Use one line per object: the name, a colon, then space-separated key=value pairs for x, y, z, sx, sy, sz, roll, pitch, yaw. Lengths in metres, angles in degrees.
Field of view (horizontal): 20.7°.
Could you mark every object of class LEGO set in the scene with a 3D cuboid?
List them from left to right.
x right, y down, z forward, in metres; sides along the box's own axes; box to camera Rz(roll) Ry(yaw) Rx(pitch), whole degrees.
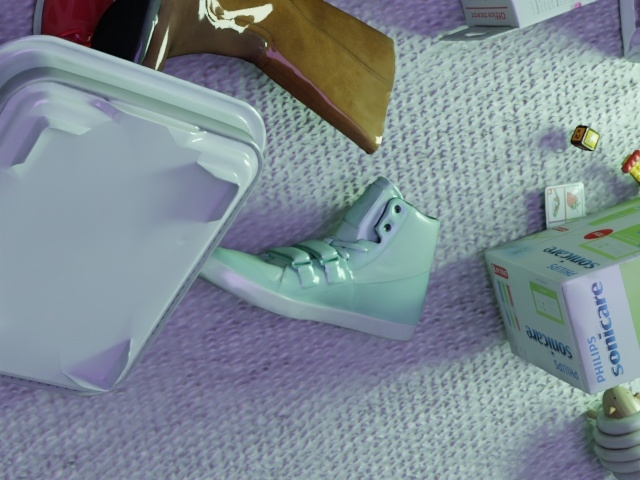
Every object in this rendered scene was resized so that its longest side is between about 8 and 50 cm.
LEGO set: x=0.323 y=-0.003 z=1.838 sx=0.182 sy=0.060 sz=0.244 roll=-8 pitch=99 yaw=-27

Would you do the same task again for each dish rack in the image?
dish rack: x=-0.214 y=0.003 z=1.489 sx=0.285 sy=0.072 sz=0.333 roll=17 pitch=118 yaw=-36

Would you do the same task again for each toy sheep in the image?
toy sheep: x=0.328 y=0.212 z=1.847 sx=0.091 sy=0.091 sz=0.132 roll=-30 pitch=107 yaw=-18

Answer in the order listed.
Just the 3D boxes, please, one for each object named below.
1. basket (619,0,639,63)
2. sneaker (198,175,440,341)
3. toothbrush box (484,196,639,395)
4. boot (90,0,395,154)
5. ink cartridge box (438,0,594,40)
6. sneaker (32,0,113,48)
basket: x=0.395 y=-0.241 z=1.783 sx=0.103 sy=0.167 sz=0.113 roll=-10 pitch=100 yaw=-27
sneaker: x=0.000 y=0.000 z=1.672 sx=0.256 sy=0.094 sz=0.151 roll=13 pitch=96 yaw=-34
toothbrush box: x=0.336 y=0.034 z=1.728 sx=0.283 sy=0.206 sz=0.122 roll=-20 pitch=103 yaw=-11
boot: x=-0.062 y=-0.158 z=1.588 sx=0.280 sy=0.096 sz=0.264 roll=36 pitch=39 yaw=-24
ink cartridge box: x=0.206 y=-0.252 z=1.729 sx=0.181 sy=0.104 sz=0.062 roll=-22 pitch=104 yaw=-20
sneaker: x=-0.199 y=-0.139 z=1.549 sx=0.087 sy=0.128 sz=0.221 roll=-5 pitch=98 yaw=-23
